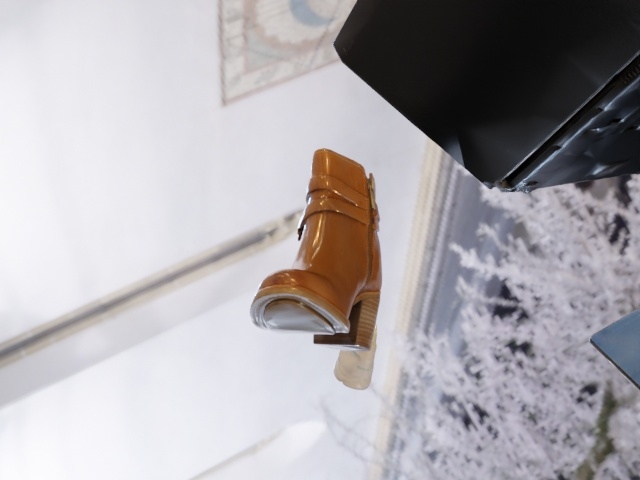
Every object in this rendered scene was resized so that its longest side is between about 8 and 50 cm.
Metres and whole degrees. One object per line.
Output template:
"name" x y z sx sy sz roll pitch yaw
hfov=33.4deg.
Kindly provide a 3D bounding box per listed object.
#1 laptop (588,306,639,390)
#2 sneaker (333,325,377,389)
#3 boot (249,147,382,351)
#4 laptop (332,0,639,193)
"laptop" 0.470 0.011 0.997 0.236 0.382 0.408 59 -2 31
"sneaker" 0.041 0.103 1.215 0.152 0.053 0.061 -106 -146 -58
"boot" 0.000 0.000 0.832 0.197 0.073 0.152 38 54 -70
"laptop" 0.177 -0.137 0.695 0.234 0.264 0.137 129 -52 -64
